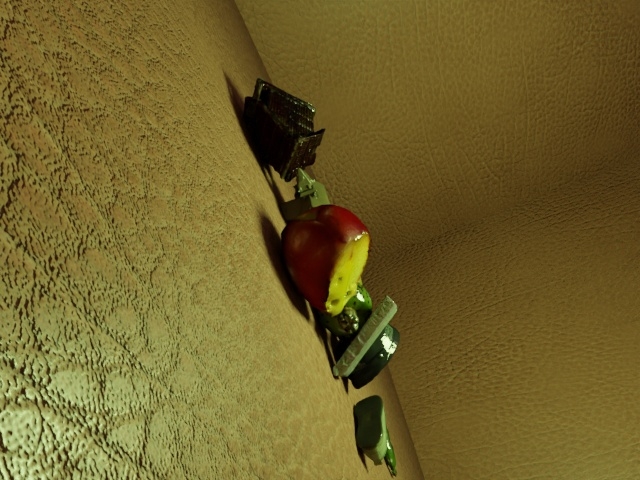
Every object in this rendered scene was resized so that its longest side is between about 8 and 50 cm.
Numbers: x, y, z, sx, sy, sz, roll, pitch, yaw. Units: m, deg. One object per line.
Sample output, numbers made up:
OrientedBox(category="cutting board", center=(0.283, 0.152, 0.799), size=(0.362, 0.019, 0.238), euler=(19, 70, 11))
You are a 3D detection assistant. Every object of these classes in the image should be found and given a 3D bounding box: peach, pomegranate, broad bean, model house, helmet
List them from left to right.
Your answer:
OrientedBox(category="model house", center=(-0.147, -0.341, 1.766), size=(0.317, 0.298, 0.282), euler=(122, -30, -49))
OrientedBox(category="model house", center=(-0.063, -0.158, 1.771), size=(0.248, 0.176, 0.180), euler=(70, 4, -45))
OrientedBox(category="peach", center=(0.029, 0.069, 1.470), size=(0.281, 0.281, 0.338), euler=(-92, 160, -72))
OrientedBox(category="pomegranate", center=(0.080, 0.227, 1.649), size=(0.248, 0.202, 0.202), euler=(-119, -174, -79))
OrientedBox(category="helmet", center=(0.147, 0.370, 1.762), size=(0.160, 0.230, 0.279), euler=(47, 32, -5))
OrientedBox(category="broad bean", center=(0.255, 0.782, 2.007), size=(0.291, 0.050, 0.144), euler=(-102, 175, -46))

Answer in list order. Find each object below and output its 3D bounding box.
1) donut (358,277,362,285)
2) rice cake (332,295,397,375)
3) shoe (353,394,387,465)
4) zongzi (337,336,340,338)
OrientedBox(category="donut", center=(0.107, 0.207, 2.084), size=(0.208, 0.128, 0.261), euler=(39, 44, -73))
OrientedBox(category="rice cake", center=(0.145, 0.315, 1.608), size=(0.050, 0.297, 0.106), euler=(35, -5, 19))
OrientedBox(category="shoe", center=(0.165, 0.598, 1.607), size=(0.275, 0.103, 0.098), euler=(-72, 142, -71))
OrientedBox(category="zongzi", center=(0.063, 0.316, 1.897), size=(0.119, 0.055, 0.109), euler=(59, -3, 38))
